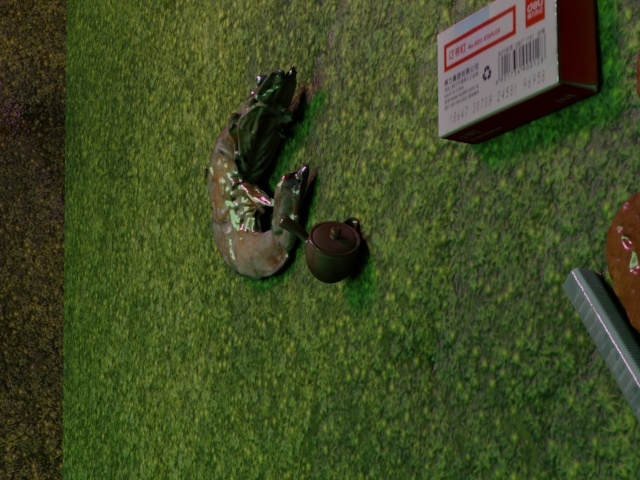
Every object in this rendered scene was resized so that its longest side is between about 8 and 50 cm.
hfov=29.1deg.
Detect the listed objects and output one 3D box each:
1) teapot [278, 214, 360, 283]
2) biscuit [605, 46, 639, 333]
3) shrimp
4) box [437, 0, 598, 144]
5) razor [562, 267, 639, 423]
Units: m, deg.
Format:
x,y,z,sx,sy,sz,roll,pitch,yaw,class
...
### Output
x,y,z,sx,sy,sz,roll,pitch,yaw,class
0.000,0.000,1.573,0.085,0.110,0.080,-50,-22,-44,teapot
0.312,-0.048,0.995,0.262,0.052,0.277,-120,43,-55,biscuit
-0.082,-0.094,1.781,0.247,0.085,0.360,57,139,39,shrimp
0.192,-0.181,1.260,0.229,0.050,0.122,-22,64,62,box
0.272,0.119,1.039,0.278,0.056,0.111,-118,39,-47,razor
